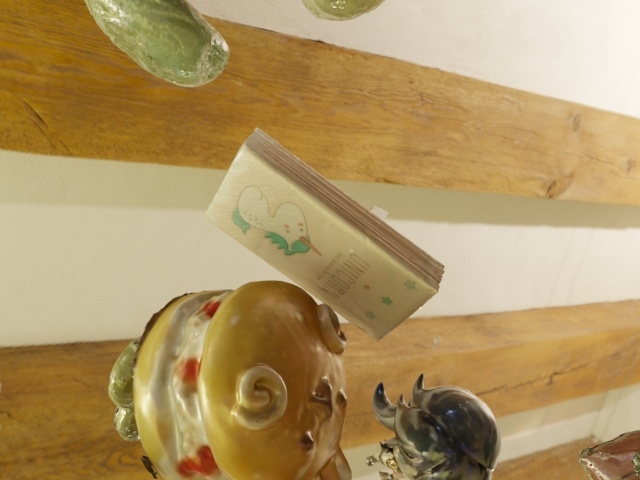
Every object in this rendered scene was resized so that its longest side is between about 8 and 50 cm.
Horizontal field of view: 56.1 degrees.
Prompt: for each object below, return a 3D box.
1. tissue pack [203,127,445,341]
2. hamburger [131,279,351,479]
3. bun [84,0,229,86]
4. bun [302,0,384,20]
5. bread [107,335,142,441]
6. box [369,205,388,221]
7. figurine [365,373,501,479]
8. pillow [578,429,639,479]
[{"bbox_3d":[0.000,0.000,0.856,0.170,0.325,0.071,-52,3,44],"label":"tissue pack"},{"bbox_3d":[-0.071,0.200,0.730,0.261,0.186,0.303,-9,-88,-60],"label":"hamburger"},{"bbox_3d":[-0.234,-0.299,0.851,0.108,0.221,0.221,-51,-51,0],"label":"bun"},{"bbox_3d":[0.030,-0.300,0.477,0.133,0.231,0.231,25,-83,-19],"label":"bun"},{"bbox_3d":[-0.209,0.203,0.909,0.286,0.056,0.208,-28,-44,-59],"label":"bread"},{"bbox_3d":[0.102,-0.032,1.188,0.041,0.207,0.050,25,-77,5],"label":"box"},{"bbox_3d":[0.174,0.322,0.961,0.175,0.265,0.197,24,-101,-16],"label":"figurine"},{"bbox_3d":[0.459,0.335,0.788,0.171,0.179,0.075,-27,-16,13],"label":"pillow"}]
